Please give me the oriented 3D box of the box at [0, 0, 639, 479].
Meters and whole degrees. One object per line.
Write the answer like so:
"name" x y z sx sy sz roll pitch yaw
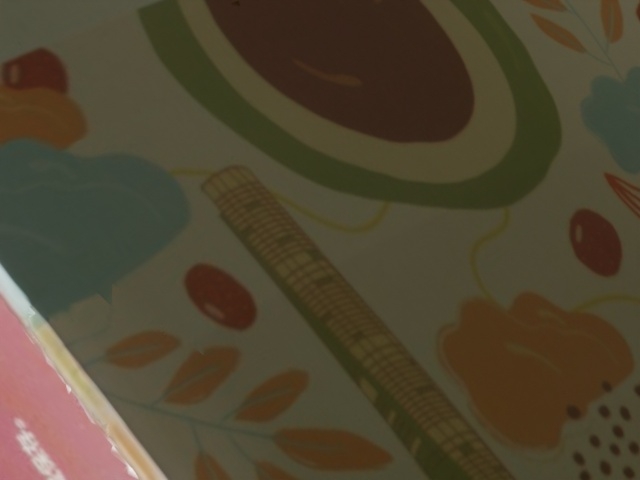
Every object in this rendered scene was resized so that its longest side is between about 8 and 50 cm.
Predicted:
"box" 0.001 0.003 0.691 0.385 0.122 0.344 51 -137 8
